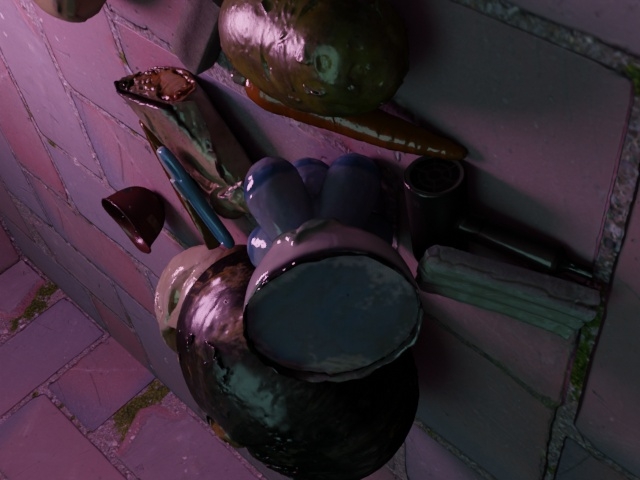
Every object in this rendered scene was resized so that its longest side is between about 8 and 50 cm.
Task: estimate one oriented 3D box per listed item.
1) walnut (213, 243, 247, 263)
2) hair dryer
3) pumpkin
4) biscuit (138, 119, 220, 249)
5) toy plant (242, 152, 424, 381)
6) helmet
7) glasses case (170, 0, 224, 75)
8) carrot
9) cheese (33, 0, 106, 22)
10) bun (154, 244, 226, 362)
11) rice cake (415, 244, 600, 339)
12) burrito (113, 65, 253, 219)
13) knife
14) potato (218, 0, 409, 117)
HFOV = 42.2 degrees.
[{"bbox_3d":[-0.147,0.086,1.662,0.162,0.140,0.140,57,159,20],"label":"walnut"},{"bbox_3d":[0.220,0.015,1.034,0.248,0.078,0.196,26,149,31],"label":"hair dryer"},{"bbox_3d":[-0.047,0.210,1.415,0.454,0.344,0.454,41,157,21],"label":"pumpkin"},{"bbox_3d":[-0.255,-0.095,1.600,0.302,0.043,0.278,57,171,27],"label":"biscuit"},{"bbox_3d":[0.000,0.000,1.154,0.332,0.247,0.247,-98,-7,-49],"label":"toy plant"},{"bbox_3d":[-0.415,-0.059,1.931,0.155,0.106,0.175,28,150,42],"label":"helmet"},{"bbox_3d":[-0.172,-0.320,1.222,0.071,0.047,0.205,51,156,0],"label":"glasses case"},{"bbox_3d":[0.030,-0.163,1.054,0.335,0.069,0.069,23,148,16],"label":"carrot"},{"bbox_3d":[-0.434,-0.485,1.329,0.233,0.127,0.266,48,154,3],"label":"cheese"},{"bbox_3d":[-0.242,0.193,1.865,0.365,0.219,0.365,45,159,23],"label":"bun"},{"bbox_3d":[0.220,0.061,1.017,0.211,0.038,0.124,19,160,5],"label":"rice cake"},{"bbox_3d":[-0.213,-0.180,1.427,0.348,0.107,0.175,51,148,-3],"label":"burrito"},{"bbox_3d":[-0.219,-0.071,1.453,0.222,0.031,0.064,56,162,-22],"label":"knife"},{"bbox_3d":[-0.013,-0.237,0.975,0.298,0.141,0.176,33,139,46],"label":"potato"}]
